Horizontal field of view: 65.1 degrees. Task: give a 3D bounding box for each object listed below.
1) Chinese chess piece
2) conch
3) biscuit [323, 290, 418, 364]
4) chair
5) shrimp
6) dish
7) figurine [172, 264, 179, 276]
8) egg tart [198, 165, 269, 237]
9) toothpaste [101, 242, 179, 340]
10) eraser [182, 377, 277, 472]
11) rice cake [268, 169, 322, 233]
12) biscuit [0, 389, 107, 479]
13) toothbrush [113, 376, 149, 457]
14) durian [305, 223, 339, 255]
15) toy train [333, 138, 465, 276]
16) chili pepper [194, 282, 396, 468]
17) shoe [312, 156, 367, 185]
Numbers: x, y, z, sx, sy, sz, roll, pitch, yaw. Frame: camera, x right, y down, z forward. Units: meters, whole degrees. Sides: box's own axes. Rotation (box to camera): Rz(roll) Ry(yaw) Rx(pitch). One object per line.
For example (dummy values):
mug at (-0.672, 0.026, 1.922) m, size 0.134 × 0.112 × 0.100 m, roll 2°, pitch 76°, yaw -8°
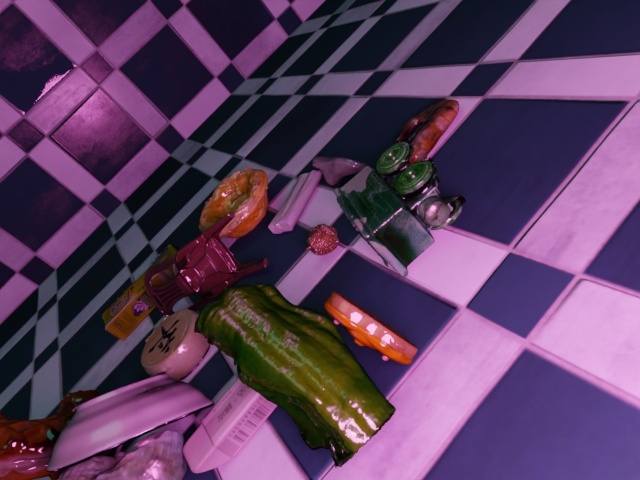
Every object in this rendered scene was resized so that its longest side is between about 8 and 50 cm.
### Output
Chinese chess piece at (-0.361, 0.260, 1.253) m, size 0.188 × 0.083 × 0.188 m, roll -29°, pitch 30°, yaw 19°
conch at (-0.383, 0.469, 0.941) m, size 0.277 × 0.195 × 0.220 m, roll -58°, pitch -12°, yaw 18°
biscuit at (0.077, 0.148, 0.817) m, size 0.050 × 0.170 × 0.170 m, roll -55°, pitch 31°, yaw -2°
chair at (-0.319, 0.085, 1.333) m, size 0.326 × 0.176 × 0.183 m, roll -24°, pitch 14°, yaw 50°
shrimp at (0.231, -0.247, 1.236) m, size 0.296 × 0.058 × 0.169 m, roll -52°, pitch 24°, yaw -22°
dish at (-0.369, 0.329, 0.969) m, size 0.316 × 0.106 × 0.316 m, roll -20°, pitch -10°, yaw -4°
figurine at (-0.362, 0.056, 1.497) m, size 0.132 × 0.132 × 0.154 m, roll -39°, pitch 18°, yaw 7°
egg tart at (-0.254, -0.101, 1.549) m, size 0.288 × 0.118 × 0.288 m, roll -28°, pitch 32°, yaw 20°
toothpaste at (-0.553, 0.161, 1.607) m, size 0.327 × 0.077 × 0.110 m, roll -48°, pitch 33°, yaw -9°
eraser at (-0.117, 0.287, 0.955) m, size 0.352 × 0.061 × 0.089 m, roll -50°, pitch 31°, yaw -10°
rice cake at (-0.066, -0.110, 1.415) m, size 0.080 × 0.042 × 0.222 m, roll -4°, pitch 47°, yaw 41°
biscuit at (-0.615, 0.431, 1.112) m, size 0.268 × 0.366 × 0.115 m, roll 4°, pitch 92°, yaw 30°
toothbrush at (-0.459, 0.444, 1.199) m, size 0.024 × 0.018 × 0.257 m, roll -27°, pitch 34°, yaw 36°
durian at (0.000, 0.000, 1.161) m, size 0.091 × 0.080 × 0.080 m, roll -30°, pitch 26°, yaw -20°
toy train at (0.159, -0.078, 1.012) m, size 0.202 × 0.145 × 0.266 m, roll -42°, pitch 30°, yaw 8°
chili pepper at (-0.037, 0.196, 0.806) m, size 0.167 × 0.213 × 0.385 m, roll -46°, pitch 52°, yaw -13°
shoe at (0.046, -0.188, 1.370) m, size 0.195 × 0.079 × 0.078 m, roll 19°, pitch 101°, yaw 48°
